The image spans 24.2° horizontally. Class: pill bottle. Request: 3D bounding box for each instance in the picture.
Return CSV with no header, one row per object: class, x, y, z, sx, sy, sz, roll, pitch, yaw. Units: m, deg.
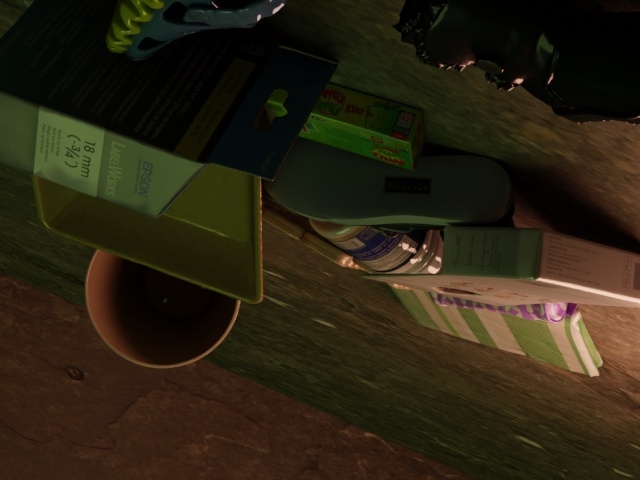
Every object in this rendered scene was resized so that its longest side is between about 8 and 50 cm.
pill bottle,0.081,-0.019,1.958,0.112,0.112,0.187,6,159,44

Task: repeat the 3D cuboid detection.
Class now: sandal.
sandal,-0.119,-0.237,1.445,0.138,0.126,0.317,21,167,-16

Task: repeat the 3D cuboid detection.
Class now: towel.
towel,0.273,0.122,2.355,0.325,0.038,0.248,16,163,25

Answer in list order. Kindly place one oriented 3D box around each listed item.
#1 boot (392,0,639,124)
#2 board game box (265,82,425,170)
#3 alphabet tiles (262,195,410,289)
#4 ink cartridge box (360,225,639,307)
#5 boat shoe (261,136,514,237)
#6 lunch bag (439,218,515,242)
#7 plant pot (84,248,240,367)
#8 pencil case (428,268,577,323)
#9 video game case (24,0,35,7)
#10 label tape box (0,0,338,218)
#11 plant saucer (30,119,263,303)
boot,0.191,-0.176,1.283,0.207,0.094,0.246,21,172,-18
board game box,0.028,-0.140,1.730,0.181,0.043,0.092,18,165,12
alphabet tiles,0.000,0.000,2.121,0.278,0.021,0.284,31,-177,10
ink cartridge box,0.242,0.035,1.843,0.261,0.066,0.296,0,172,42
boat shoe,0.084,-0.062,1.810,0.306,0.113,0.105,1,164,13
lunch bag,0.204,-0.011,1.906,0.098,0.067,0.065,12,164,19
plant pot,-0.256,0.077,2.562,0.257,0.256,0.274,21,-178,0
pencil case,0.248,0.066,2.083,0.206,0.086,0.088,9,148,39
video game case,-0.286,-0.259,1.792,0.122,0.011,0.087,15,164,20
label tape box,-0.179,-0.143,1.596,0.334,0.240,0.106,20,131,6
plant saucer,-0.208,-0.097,1.872,0.333,0.081,0.332,20,142,15
